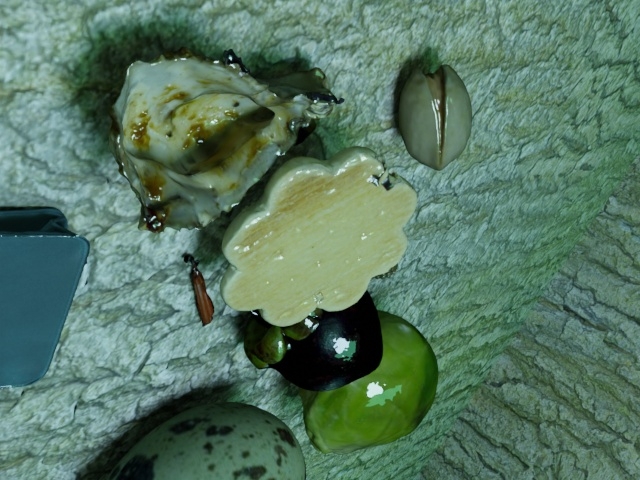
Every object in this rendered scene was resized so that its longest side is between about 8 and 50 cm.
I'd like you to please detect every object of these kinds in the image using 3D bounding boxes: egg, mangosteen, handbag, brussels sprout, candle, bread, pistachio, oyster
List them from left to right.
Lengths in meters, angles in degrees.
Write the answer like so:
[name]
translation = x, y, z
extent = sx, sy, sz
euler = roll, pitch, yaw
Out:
[handbag]
translation = -0.365, 0.071, 0.675
extent = 0.179, 0.062, 0.229
euler = -2, 126, -48
[egg]
translation = -0.203, 0.434, 1.063
extent = 0.379, 0.287, 0.288
euler = -18, 138, -31
[candle]
translation = -0.181, 0.074, 0.951
extent = 0.026, 0.021, 0.167
euler = -16, 141, -13
[oyster]
translation = -0.095, -0.140, 0.717
extent = 0.337, 0.133, 0.198
euler = -26, 141, -39
[mangosteen]
translation = -0.013, 0.153, 1.084
extent = 0.243, 0.243, 0.243
euler = -33, 146, -26
[bread]
translation = 0.000, 0.000, 0.881
extent = 0.315, 0.054, 0.316
euler = -19, 139, -17
[brussels sprout]
translation = 0.088, 0.296, 1.335
extent = 0.344, 0.268, 0.344
euler = -17, 148, -11
[pistachio]
translation = 0.185, -0.200, 1.019
extent = 0.124, 0.124, 0.185
euler = -40, 142, -16

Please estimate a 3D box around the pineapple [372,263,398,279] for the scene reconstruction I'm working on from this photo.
[pineapple]
translation = 0.086, 0.039, 1.214
extent = 0.159, 0.074, 0.074
euler = 8, 117, -52
